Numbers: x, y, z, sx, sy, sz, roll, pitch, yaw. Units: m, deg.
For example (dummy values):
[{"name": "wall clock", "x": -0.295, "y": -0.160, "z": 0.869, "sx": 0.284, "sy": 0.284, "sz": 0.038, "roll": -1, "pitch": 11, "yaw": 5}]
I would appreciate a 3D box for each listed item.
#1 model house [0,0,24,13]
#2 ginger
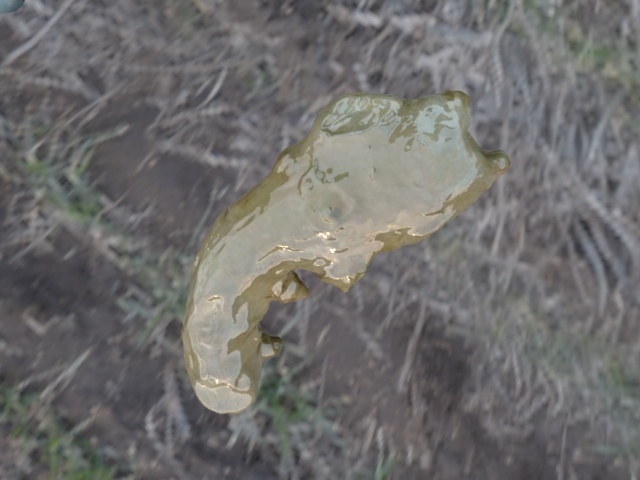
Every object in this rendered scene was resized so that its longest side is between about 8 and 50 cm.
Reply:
[{"name": "model house", "x": -0.144, "y": -0.346, "z": 0.948, "sx": 0.360, "sy": 0.339, "sz": 0.297, "roll": 44, "pitch": 146, "yaw": 1}, {"name": "ginger", "x": -0.003, "y": -0.001, "z": 0.780, "sx": 0.069, "sy": 0.051, "sz": 0.173, "roll": 37, "pitch": 121, "yaw": -22}]
